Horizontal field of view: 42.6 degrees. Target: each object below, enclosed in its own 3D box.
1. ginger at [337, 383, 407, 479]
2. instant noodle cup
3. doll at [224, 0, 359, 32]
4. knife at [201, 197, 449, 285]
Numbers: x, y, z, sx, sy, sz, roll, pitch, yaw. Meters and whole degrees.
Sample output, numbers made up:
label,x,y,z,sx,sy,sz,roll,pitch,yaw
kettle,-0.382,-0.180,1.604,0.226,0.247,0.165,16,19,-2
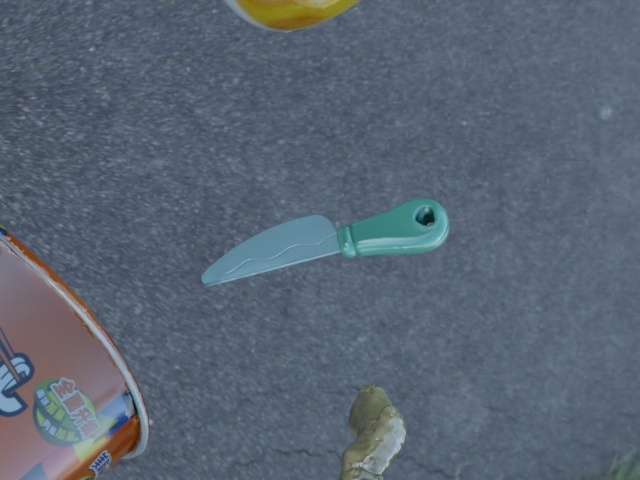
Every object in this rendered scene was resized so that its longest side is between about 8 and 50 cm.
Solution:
label,x,y,z,sx,sy,sz,roll,pitch,yaw
ginger,0.036,0.248,0.750,0.065,0.258,0.149,14,122,-10
instant noodle cup,-0.269,0.119,0.534,0.192,0.250,0.250,-46,119,-37
doll,-0.047,-0.237,0.442,0.162,0.166,0.270,-43,135,14
knife,0.000,-0.001,0.836,0.034,0.261,0.063,61,21,-61
